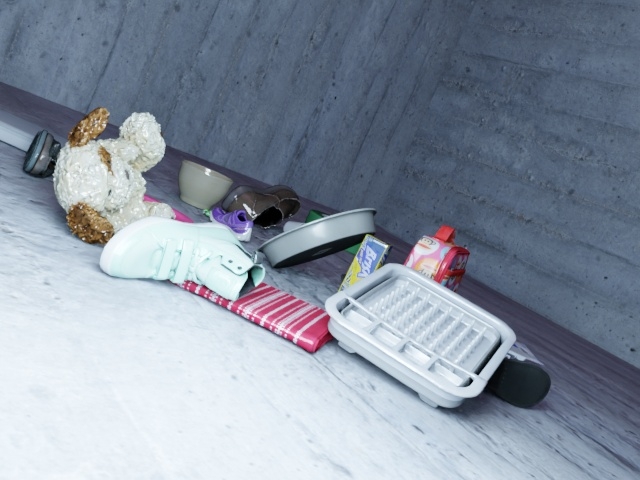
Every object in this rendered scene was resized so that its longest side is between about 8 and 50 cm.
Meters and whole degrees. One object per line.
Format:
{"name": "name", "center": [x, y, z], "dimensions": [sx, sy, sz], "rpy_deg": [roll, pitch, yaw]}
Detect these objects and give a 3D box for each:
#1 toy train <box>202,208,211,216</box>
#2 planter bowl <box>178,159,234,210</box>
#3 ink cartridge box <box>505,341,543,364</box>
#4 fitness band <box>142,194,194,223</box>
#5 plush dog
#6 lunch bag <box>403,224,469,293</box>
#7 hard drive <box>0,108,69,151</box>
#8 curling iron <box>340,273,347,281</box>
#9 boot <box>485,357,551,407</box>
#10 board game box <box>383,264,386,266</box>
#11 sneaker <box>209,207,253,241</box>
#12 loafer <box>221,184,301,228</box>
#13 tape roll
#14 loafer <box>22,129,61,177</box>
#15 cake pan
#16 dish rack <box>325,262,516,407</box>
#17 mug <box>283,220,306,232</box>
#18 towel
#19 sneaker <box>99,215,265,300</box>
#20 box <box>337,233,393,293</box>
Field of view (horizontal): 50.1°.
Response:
{"name": "toy train", "center": [-0.291, -0.065, 1.911], "dimensions": [0.083, 0.017, 0.024], "rpy_deg": [24, 17, -7]}
{"name": "planter bowl", "center": [-0.349, -0.154, 2.001], "dimensions": [0.162, 0.109, 0.162], "rpy_deg": [24, 6, -3]}
{"name": "ink cartridge box", "center": [0.456, 0.272, 1.790], "dimensions": [0.208, 0.045, 0.206], "rpy_deg": [23, 7, 2]}
{"name": "fitness band", "center": [-0.405, -0.076, 1.455], "dimensions": [0.291, 0.054, 0.209], "rpy_deg": [27, 7, 11]}
{"name": "plush dog", "center": [-0.384, -0.101, 1.191], "dimensions": [0.210, 0.262, 0.225], "rpy_deg": [-8, -6, 5]}
{"name": "lunch bag", "center": [0.268, 0.088, 1.653], "dimensions": [0.120, 0.258, 0.293], "rpy_deg": [24, 7, 19]}
{"name": "hard drive", "center": [-0.735, -0.262, 1.752], "dimensions": [0.353, 0.047, 0.233], "rpy_deg": [25, 7, -1]}
{"name": "curling iron", "center": [0.093, 0.127, 1.705], "dimensions": [0.068, 0.035, 0.274], "rpy_deg": [38, -1, -20]}
{"name": "boot", "center": [0.318, 0.235, 1.412], "dimensions": [0.263, 0.091, 0.229], "rpy_deg": [20, 8, -18]}
{"name": "board game box", "center": [0.309, 0.149, 2.230], "dimensions": [0.213, 0.046, 0.317], "rpy_deg": [29, 8, 40]}
{"name": "sneaker", "center": [-0.227, -0.053, 1.812], "dimensions": [0.068, 0.071, 0.170], "rpy_deg": [17, 9, -47]}
{"name": "loafer", "center": [-0.168, -0.088, 2.166], "dimensions": [0.130, 0.134, 0.366], "rpy_deg": [51, 26, 17]}
{"name": "tape roll", "center": [0.092, -0.022, 2.652], "dimensions": [0.321, 0.077, 0.321], "rpy_deg": [24, 7, -3]}
{"name": "loafer", "center": [-0.595, -0.188, 1.507], "dimensions": [0.084, 0.096, 0.267], "rpy_deg": [28, 3, -26]}
{"name": "cake pan", "center": [0.000, 0.000, 1.591], "dimensions": [0.293, 0.054, 0.293], "rpy_deg": [-18, -8, -2]}
{"name": "dish rack", "center": [0.175, 0.165, 1.204], "dimensions": [0.285, 0.072, 0.333], "rpy_deg": [30, 26, 20]}
{"name": "mug", "center": [-0.086, -0.028, 2.225], "dimensions": [0.064, 0.078, 0.062], "rpy_deg": [18, 36, 30]}
{"name": "towel", "center": [-0.104, 0.109, 1.177], "dimensions": [0.275, 0.031, 0.199], "rpy_deg": [24, 9, 11]}
{"name": "sneaker", "center": [-0.198, 0.036, 1.055], "dimensions": [0.151, 0.094, 0.256], "rpy_deg": [36, 27, 32]}
{"name": "box", "center": [0.098, 0.073, 1.554], "dimensions": [0.059, 0.169, 0.054], "rpy_deg": [28, 7, 17]}
